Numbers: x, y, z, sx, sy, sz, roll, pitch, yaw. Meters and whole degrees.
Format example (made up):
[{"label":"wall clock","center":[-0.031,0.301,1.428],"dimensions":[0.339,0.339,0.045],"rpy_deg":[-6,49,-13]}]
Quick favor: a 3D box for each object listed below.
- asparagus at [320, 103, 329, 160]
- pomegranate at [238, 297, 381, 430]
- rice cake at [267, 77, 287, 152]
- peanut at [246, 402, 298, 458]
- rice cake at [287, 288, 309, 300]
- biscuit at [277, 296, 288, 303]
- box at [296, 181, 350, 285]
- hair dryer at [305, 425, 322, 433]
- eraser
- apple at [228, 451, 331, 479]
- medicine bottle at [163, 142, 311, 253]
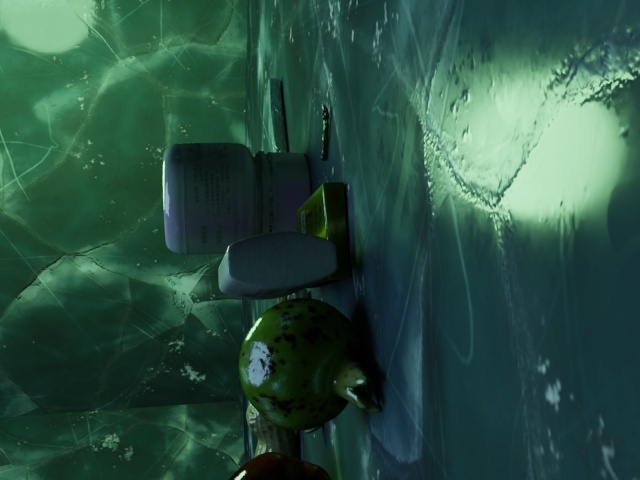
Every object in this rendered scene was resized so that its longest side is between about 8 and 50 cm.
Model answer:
[{"label":"asparagus","center":[0.008,-0.206,1.335],"dimensions":[0.014,0.015,0.114],"rpy_deg":[-106,17,-59]},{"label":"pomegranate","center":[-0.009,0.200,1.096],"dimensions":[0.263,0.211,0.211],"rpy_deg":[11,107,37]},{"label":"rice cake","center":[-0.120,-0.338,1.924],"dimensions":[0.045,0.042,0.245],"rpy_deg":[105,160,-64]},{"label":"peanut","center":[-0.127,0.503,1.835],"dimensions":[0.120,0.136,0.298],"rpy_deg":[-178,85,-76]},{"label":"rice cake","center":[-0.042,0.228,1.570],"dimensions":[0.057,0.052,0.256],"rpy_deg":[106,160,-66]},{"label":"biscuit","center":[-0.082,0.162,1.667],"dimensions":[0.158,0.035,0.240],"rpy_deg":[73,-168,-47]},{"label":"box","center":[0.000,0.000,1.341],"dimensions":[0.311,0.043,0.172],"rpy_deg":[147,121,-77]},{"label":"hair dryer","center":[-0.021,0.320,1.422],"dimensions":[0.154,0.044,0.183],"rpy_deg":[60,153,1]},{"label":"eraser","center":[-0.083,0.049,1.205],"dimensions":[0.270,0.174,0.094],"rpy_deg":[138,127,-75]},{"label":"apple","center":[-0.094,0.563,1.326],"dimensions":[0.288,0.288,0.316],"rpy_deg":[-103,25,-47]},{"label":"medicine bottle","center":[-0.196,-0.099,1.608],"dimensions":[0.256,0.325,0.256],"rpy_deg":[177,90,-79]}]
